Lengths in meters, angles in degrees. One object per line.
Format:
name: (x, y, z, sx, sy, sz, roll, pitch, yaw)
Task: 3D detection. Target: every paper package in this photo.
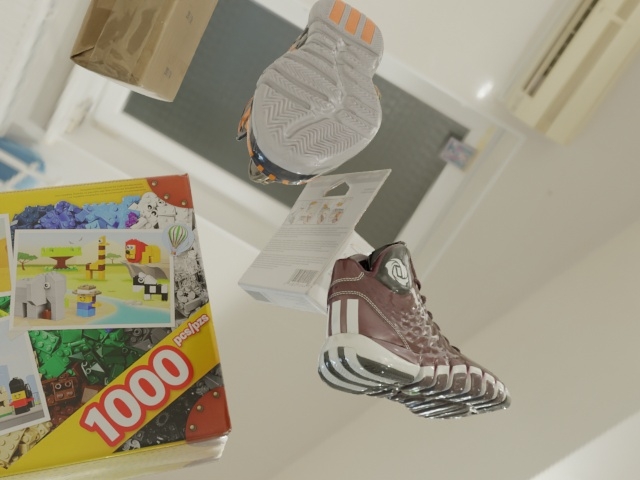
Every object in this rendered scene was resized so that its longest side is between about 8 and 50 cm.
paper package: (-0.371, -0.477, 1.832, 0.325, 0.168, 0.309, -64, 179, -85)

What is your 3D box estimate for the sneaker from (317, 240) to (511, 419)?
sneaker: (0.105, 0.086, 0.870, 0.106, 0.281, 0.163, -19, -120, 33)

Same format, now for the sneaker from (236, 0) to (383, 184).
sneaker: (-0.025, -0.118, 0.901, 0.180, 0.124, 0.321, -51, -171, 37)

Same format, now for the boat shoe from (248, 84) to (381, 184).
boat shoe: (-0.013, -0.189, 1.552, 0.307, 0.104, 0.111, -37, -134, 39)

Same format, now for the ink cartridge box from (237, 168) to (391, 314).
ink cartridge box: (0.000, 0.000, 1.497, 0.261, 0.066, 0.296, -55, -157, -16)

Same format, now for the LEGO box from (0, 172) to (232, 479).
LEGO box: (-0.397, 0.137, 1.112, 0.193, 0.500, 0.372, 114, -35, -63)
